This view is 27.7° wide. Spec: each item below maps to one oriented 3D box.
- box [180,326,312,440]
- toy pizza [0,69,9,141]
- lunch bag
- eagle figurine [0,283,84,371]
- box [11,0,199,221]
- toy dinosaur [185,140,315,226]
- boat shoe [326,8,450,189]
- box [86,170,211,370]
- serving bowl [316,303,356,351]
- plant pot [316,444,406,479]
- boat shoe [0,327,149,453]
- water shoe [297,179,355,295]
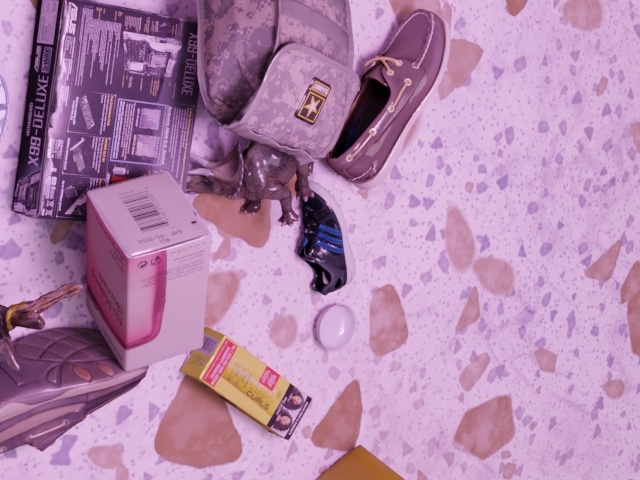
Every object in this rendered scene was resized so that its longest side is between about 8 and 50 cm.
[{"bbox_3d":[-0.117,0.233,2.101,0.232,0.058,0.087,42,73,-38],"label":"box"},{"bbox_3d":[-0.502,-0.176,1.697,0.201,0.032,0.201,-9,105,-40],"label":"toy pizza"},{"bbox_3d":[-0.059,-0.268,1.886,0.235,0.169,0.287,16,67,-58],"label":"lunch bag"},{"bbox_3d":[-0.495,0.046,1.657,0.226,0.225,0.298,-52,139,-7],"label":"eagle figurine"},{"bbox_3d":[-0.295,-0.178,1.845,0.242,0.076,0.307,3,98,-41],"label":"box"},{"bbox_3d":[-0.064,-0.129,2.025,0.313,0.121,0.160,-39,138,-24],"label":"toy dinosaur"},{"bbox_3d":[0.111,-0.247,2.158,0.097,0.116,0.324,30,85,-44],"label":"boat shoe"},{"bbox_3d":[-0.245,0.044,1.822,0.127,0.148,0.232,-17,139,-26],"label":"box"},{"bbox_3d":[0.022,0.147,2.222,0.083,0.027,0.083,-9,105,-39],"label":"serving bowl"},{"bbox_3d":[0.061,0.514,2.233,0.187,0.212,0.212,-23,115,-20],"label":"plant pot"},{"bbox_3d":[-0.405,0.220,1.826,0.355,0.132,0.130,-12,132,-41],"label":"boat shoe"},{"bbox_3d":[0.000,0.000,2.141,0.080,0.073,0.203,-35,120,-27],"label":"water shoe"}]
